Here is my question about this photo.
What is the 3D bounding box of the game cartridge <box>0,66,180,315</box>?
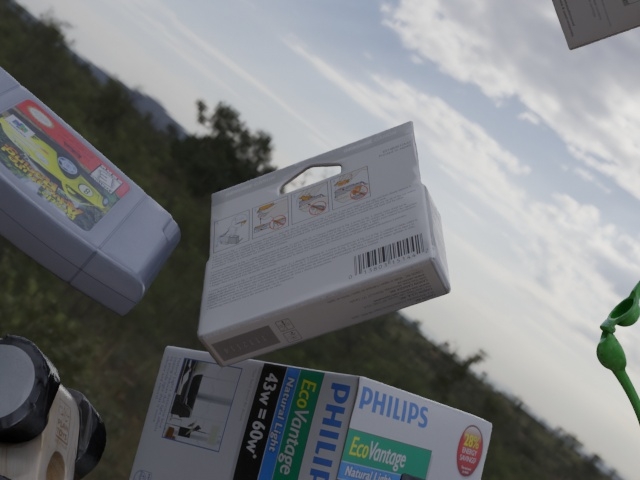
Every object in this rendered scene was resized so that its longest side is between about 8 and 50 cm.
[{"bbox_3d":[-0.272,-0.059,0.979,0.294,0.060,0.196,41,21,-10],"label":"game cartridge"}]

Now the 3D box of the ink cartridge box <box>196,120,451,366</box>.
[{"bbox_3d":[0.000,0.000,1.230,0.261,0.296,0.066,-91,156,-48],"label":"ink cartridge box"}]

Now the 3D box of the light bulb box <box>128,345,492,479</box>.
[{"bbox_3d":[-0.010,0.311,1.440,0.361,0.225,0.358,3,-15,40],"label":"light bulb box"}]

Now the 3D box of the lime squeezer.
[{"bbox_3d":[0.487,0.141,1.548,0.110,0.310,0.059,10,-4,8],"label":"lime squeezer"}]

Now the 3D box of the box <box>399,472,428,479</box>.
[{"bbox_3d":[0.192,0.403,1.168,0.261,0.184,0.103,16,27,4],"label":"box"}]

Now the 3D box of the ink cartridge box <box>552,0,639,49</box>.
[{"bbox_3d":[0.516,-0.404,1.516,0.283,0.207,0.117,-14,-76,36],"label":"ink cartridge box"}]

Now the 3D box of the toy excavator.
[{"bbox_3d":[-0.479,0.191,1.101,0.445,0.433,0.222,-2,-27,4],"label":"toy excavator"}]
